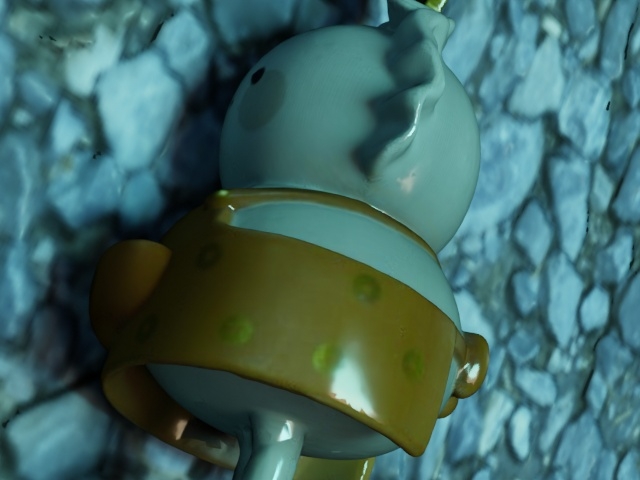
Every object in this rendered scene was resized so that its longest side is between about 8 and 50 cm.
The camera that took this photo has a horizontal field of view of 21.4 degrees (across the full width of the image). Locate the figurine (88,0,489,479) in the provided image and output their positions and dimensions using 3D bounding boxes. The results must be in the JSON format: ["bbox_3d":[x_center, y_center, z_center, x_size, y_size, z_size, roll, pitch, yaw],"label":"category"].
[{"bbox_3d":[0.007,0.006,0.626,0.271,0.143,0.143,-54,132,-23],"label":"figurine"}]
